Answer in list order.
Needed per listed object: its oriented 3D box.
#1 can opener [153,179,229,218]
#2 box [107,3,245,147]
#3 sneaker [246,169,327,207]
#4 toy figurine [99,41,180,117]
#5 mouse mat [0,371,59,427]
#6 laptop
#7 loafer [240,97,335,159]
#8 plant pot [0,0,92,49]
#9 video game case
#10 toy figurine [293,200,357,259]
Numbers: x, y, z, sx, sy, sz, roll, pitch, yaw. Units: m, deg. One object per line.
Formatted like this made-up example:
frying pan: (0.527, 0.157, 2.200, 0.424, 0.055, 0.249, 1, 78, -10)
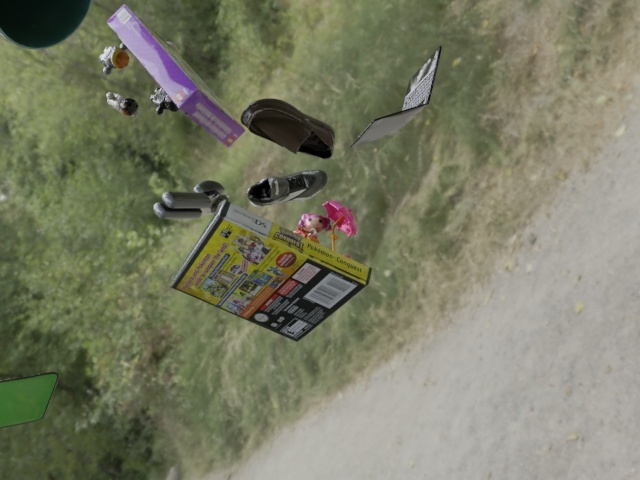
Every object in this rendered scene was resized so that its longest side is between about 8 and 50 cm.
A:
can opener: (-0.323, -0.098, 1.865, 0.074, 0.093, 0.280, -48, -12, 20)
box: (-0.294, -0.335, 1.520, 0.057, 0.293, 0.201, -43, -26, 6)
sneaker: (-0.096, -0.142, 2.016, 0.106, 0.234, 0.078, 10, -113, -78)
toy figurine: (-0.492, -0.448, 2.053, 0.148, 0.210, 0.213, 26, 124, 51)
mouse mat: (-0.559, 0.285, 1.280, 0.007, 0.190, 0.152, 58, 133, 32)
laptop: (0.201, -0.383, 2.004, 0.234, 0.137, 0.264, 144, 142, -72)
loafer: (-0.055, -0.219, 1.485, 0.080, 0.220, 0.078, -56, 38, 32)
plant pot: (-0.709, -0.619, 1.699, 0.293, 0.235, 0.293, -47, -26, -32)
video game case: (-0.088, 0.061, 1.192, 0.275, 0.248, 0.035, -46, 23, 53)
toy figurine: (0.000, 0.000, 1.351, 0.130, 0.173, 0.159, 85, -167, -54)
